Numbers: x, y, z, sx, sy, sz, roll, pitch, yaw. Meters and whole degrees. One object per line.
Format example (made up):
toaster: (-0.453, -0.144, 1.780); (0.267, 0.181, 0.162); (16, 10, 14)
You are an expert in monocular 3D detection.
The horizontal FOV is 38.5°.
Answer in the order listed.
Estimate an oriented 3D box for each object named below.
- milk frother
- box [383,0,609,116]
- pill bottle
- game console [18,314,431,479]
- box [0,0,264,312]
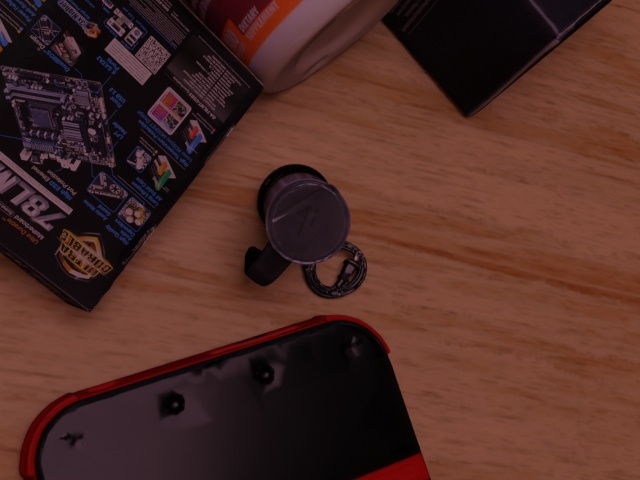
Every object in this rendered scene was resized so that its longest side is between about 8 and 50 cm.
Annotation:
milk frother: (0.000, 0.000, 0.947); (0.143, 0.135, 0.129); (20, 99, -10)
box: (0.188, -0.409, 1.103); (0.293, 0.212, 0.395); (-40, 89, -26)
pill bottle: (-0.096, -0.375, 0.983); (0.224, 0.224, 0.392); (-38, 88, -26)
game console: (-0.065, 0.271, 0.891); (0.386, 0.060, 0.342); (-16, 85, -23)
box: (-0.245, -0.134, 0.861); (0.295, 0.073, 0.293); (43, 73, -26)
